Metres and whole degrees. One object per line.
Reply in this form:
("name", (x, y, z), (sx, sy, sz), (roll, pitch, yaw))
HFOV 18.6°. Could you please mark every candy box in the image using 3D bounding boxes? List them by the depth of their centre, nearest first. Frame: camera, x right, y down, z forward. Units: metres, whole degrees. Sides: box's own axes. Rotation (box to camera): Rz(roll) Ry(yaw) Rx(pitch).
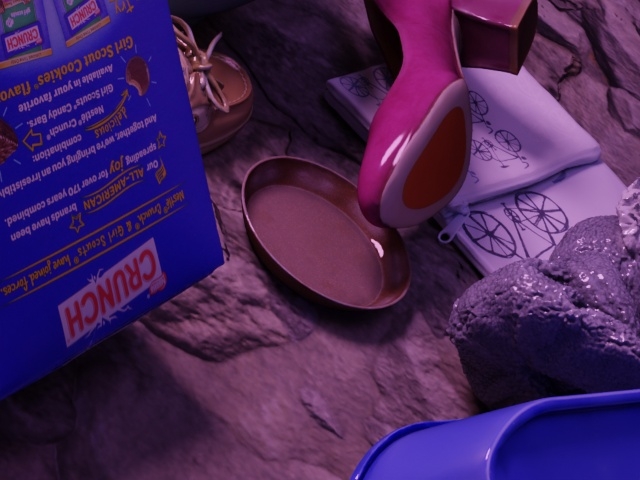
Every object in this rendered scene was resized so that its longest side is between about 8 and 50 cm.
("candy box", (-0.211, -0.083, 1.298), (0.268, 0.122, 0.317), (-32, 116, -51))

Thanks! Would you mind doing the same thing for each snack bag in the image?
("snack bag", (0.197, -0.056, 1.898), (0.342, 0.037, 0.323), (50, 35, 15))

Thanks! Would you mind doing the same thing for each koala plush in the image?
("koala plush", (0.230, 0.054, 1.650), (0.203, 0.196, 0.221), (32, 46, 2))

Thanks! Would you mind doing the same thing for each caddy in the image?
("caddy", (0.159, 0.236, 1.405), (0.341, 0.179, 0.241), (0, 74, -43))

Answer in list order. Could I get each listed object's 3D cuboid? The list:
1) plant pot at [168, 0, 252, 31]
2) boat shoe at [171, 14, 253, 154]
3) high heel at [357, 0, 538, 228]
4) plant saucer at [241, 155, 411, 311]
("plant pot", (-0.131, -0.310, 1.736), (0.293, 0.196, 0.293), (25, 36, -20))
("boat shoe", (-0.150, -0.129, 1.604), (0.285, 0.089, 0.104), (-9, 56, -49))
("high heel", (0.060, -0.133, 1.777), (0.181, 0.127, 0.377), (12, 34, 19))
("plant saucer", (0.000, 0.000, 1.652), (0.168, 0.029, 0.168), (25, 35, -20))
